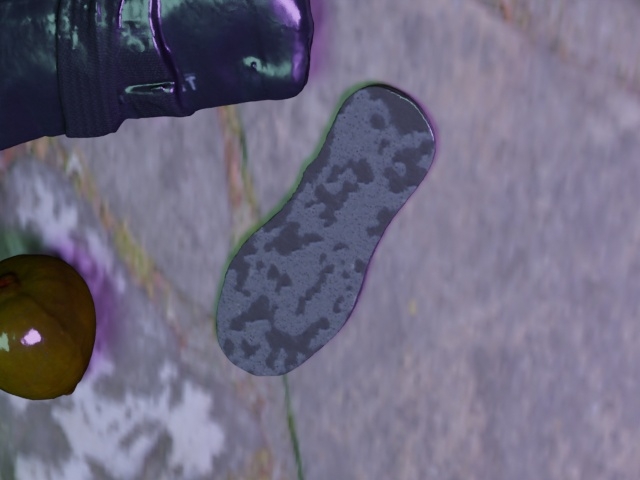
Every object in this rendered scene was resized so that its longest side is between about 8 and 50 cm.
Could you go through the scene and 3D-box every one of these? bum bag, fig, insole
[{"bbox_3d":[-0.118,-0.107,0.936,0.248,0.060,0.123,-6,112,32],"label":"bum bag"},{"bbox_3d":[-0.150,0.050,1.032,0.074,0.074,0.088,11,146,28],"label":"fig"},{"bbox_3d":[0.000,0.000,0.950,0.065,0.006,0.193,39,128,10],"label":"insole"}]
